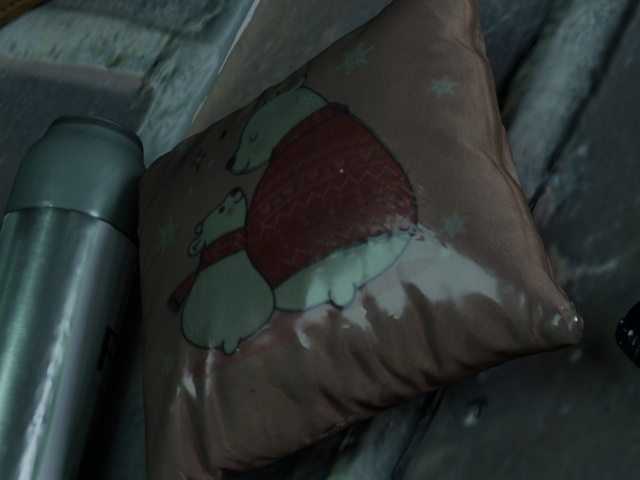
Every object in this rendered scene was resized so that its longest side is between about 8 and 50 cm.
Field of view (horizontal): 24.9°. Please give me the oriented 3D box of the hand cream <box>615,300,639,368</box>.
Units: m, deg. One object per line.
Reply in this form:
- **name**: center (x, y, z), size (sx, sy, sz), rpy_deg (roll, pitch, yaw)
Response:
- **hand cream**: center (0.236, -0.024, 0.562), size (0.270, 0.061, 0.120), rpy_deg (-47, 43, 11)

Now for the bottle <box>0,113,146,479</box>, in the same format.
- **bottle**: center (-0.152, 0.054, 0.799), size (0.096, 0.079, 0.254), rpy_deg (130, 153, -62)

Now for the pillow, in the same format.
- **pillow**: center (0.000, 0.000, 0.705), size (0.236, 0.084, 0.223), rpy_deg (-31, 50, 22)

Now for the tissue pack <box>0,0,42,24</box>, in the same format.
- **tissue pack**: center (-0.281, -0.254, 1.044), size (0.274, 0.145, 0.194), rpy_deg (-25, 52, 25)
